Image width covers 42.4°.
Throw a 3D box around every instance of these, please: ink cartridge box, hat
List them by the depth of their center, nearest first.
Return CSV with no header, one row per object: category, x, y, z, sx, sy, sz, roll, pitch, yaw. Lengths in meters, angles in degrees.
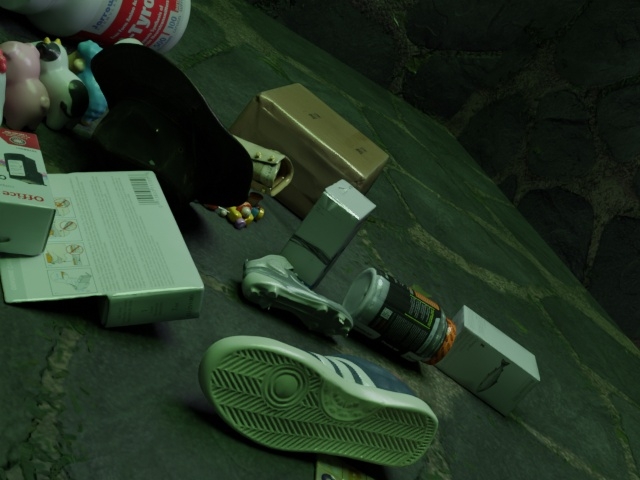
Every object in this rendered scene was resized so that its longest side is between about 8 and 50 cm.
ink cartridge box,-0.408,-0.068,1.018,0.127,0.072,0.175,8,33,-34
ink cartridge box,-0.306,0.005,1.091,0.238,0.060,0.275,-4,39,-26
hat,-0.271,-0.139,1.309,0.331,0.331,0.134,38,62,2
ink cartridge box,0.000,0.000,1.427,0.082,0.191,0.139,39,20,5

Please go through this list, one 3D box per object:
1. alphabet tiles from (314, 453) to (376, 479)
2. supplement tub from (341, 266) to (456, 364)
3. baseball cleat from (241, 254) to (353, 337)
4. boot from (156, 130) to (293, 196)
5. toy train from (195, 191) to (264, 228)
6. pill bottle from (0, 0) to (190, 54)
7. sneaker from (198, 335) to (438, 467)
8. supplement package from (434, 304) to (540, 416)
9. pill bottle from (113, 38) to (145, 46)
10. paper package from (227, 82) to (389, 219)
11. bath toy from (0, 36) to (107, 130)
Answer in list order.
alphabet tiles,0.090,0.373,1.017,0.237,0.009,0.198,33,20,-12
supplement tub,0.140,0.140,1.468,0.190,0.117,0.117,32,20,-17
baseball cleat,-0.033,0.082,1.344,0.205,0.072,0.109,28,37,-26
boot,-0.177,-0.151,1.535,0.203,0.095,0.262,23,9,18
toy train,-0.165,-0.081,1.541,0.125,0.046,0.166,42,20,10
pill bottle,-0.479,-0.527,1.730,0.229,0.229,0.407,45,21,20
sneaker,-0.015,0.197,1.089,0.350,0.131,0.148,27,9,-28
supplement package,0.316,0.230,1.587,0.179,0.105,0.105,35,19,-4
pill bottle,-0.329,-0.293,1.623,0.221,0.121,0.121,45,21,22
paper package,-0.025,-0.193,1.857,0.309,0.168,0.325,39,19,0
bath toy,-0.462,-0.255,1.300,0.151,0.129,0.348,39,20,5
